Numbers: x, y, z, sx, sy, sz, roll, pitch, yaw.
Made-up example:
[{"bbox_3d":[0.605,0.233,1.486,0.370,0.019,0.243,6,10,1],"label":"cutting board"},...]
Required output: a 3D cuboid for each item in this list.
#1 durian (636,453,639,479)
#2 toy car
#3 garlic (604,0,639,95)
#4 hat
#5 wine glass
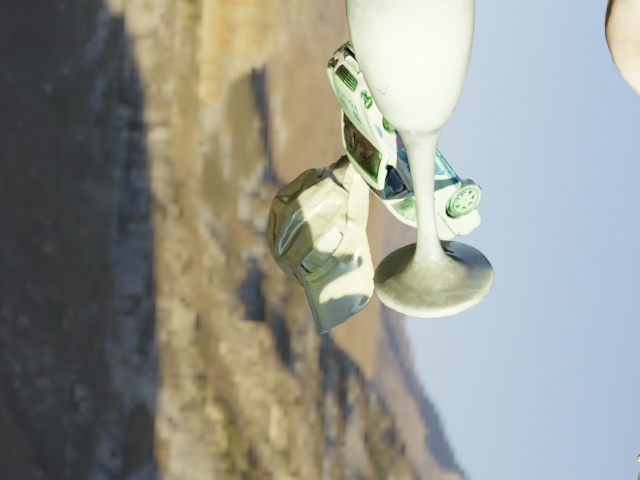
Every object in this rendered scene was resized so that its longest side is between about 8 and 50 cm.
[{"bbox_3d":[0.308,0.119,1.282,0.182,0.132,0.165,-70,159,-7],"label":"durian"},{"bbox_3d":[0.064,-0.078,1.515,0.090,0.076,0.224,52,2,41],"label":"toy car"},{"bbox_3d":[0.407,-0.249,1.856,0.246,0.231,0.340,53,11,25],"label":"garlic"},{"bbox_3d":[0.005,0.005,1.736,0.122,0.081,0.166,-30,113,-40],"label":"hat"},{"bbox_3d":[0.010,-0.118,1.365,0.096,0.264,0.309,-38,136,-35],"label":"wine glass"}]
